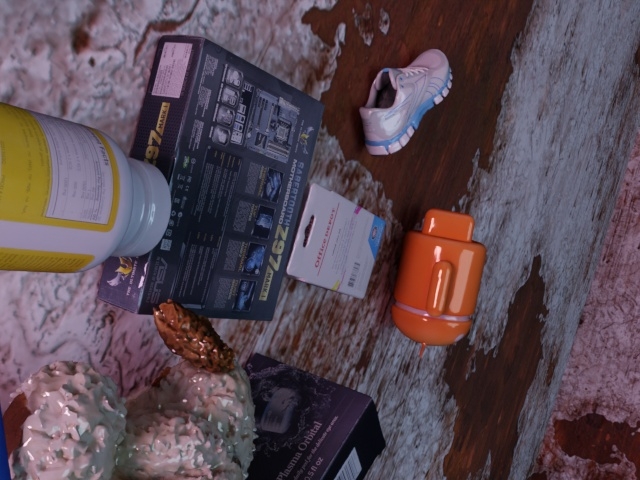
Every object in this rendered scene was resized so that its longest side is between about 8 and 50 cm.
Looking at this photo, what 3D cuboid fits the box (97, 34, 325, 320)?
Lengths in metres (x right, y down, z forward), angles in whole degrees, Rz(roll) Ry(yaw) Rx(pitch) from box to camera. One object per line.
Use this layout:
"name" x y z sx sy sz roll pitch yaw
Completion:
"box" -0.091 -0.044 0.612 0.183 0.059 0.232 12 92 -55

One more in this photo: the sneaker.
"sneaker" 0.110 -0.200 0.859 0.190 0.071 0.082 -56 137 -29

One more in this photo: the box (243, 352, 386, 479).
"box" -0.041 0.223 0.698 0.156 0.158 0.093 -50 140 -35

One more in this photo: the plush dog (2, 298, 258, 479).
"plush dog" -0.116 0.182 0.523 0.225 0.211 0.262 -70 177 -56

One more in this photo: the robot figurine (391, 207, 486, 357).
"robot figurine" 0.178 0.064 1.006 0.128 0.158 0.219 7 96 -29

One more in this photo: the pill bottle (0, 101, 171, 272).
"pill bottle" -0.189 -0.031 0.427 0.184 0.103 0.103 10 94 -58

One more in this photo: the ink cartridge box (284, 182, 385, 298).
"ink cartridge box" 0.000 0.000 0.767 0.181 0.062 0.104 24 81 -58

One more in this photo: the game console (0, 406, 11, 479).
"game console" -0.279 0.199 0.261 0.250 0.173 0.293 -48 160 17
